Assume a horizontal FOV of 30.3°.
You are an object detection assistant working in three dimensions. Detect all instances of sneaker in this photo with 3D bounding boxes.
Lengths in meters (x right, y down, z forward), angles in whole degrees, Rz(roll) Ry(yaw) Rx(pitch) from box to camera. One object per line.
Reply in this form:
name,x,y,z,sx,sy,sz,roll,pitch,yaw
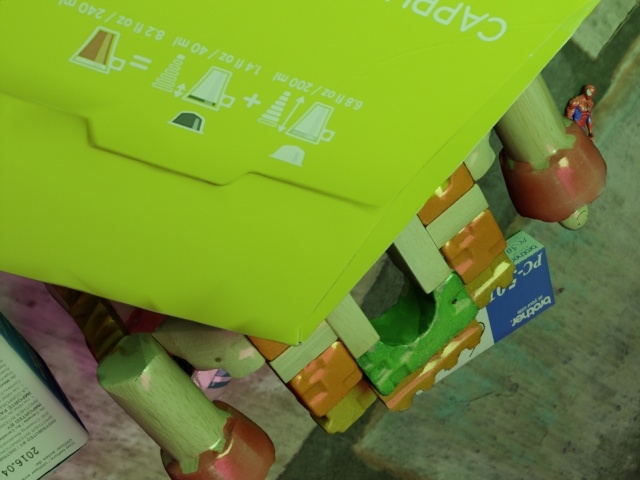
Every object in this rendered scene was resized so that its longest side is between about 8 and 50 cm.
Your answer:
sneaker,-0.108,0.121,1.207,0.161,0.057,0.075,-42,149,-7

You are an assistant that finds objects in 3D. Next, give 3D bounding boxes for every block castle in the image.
block castle,0.000,0.000,1.034,0.453,0.303,0.213,-40,126,-7

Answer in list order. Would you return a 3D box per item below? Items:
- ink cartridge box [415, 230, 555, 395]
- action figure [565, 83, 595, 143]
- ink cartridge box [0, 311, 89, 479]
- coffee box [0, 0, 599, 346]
ink cartridge box,0.173,0.083,1.367,0.207,0.046,0.097,-32,131,-14
action figure,0.288,-0.121,1.333,0.038,0.030,0.115,-1,116,-27
ink cartridge box,-0.380,0.132,0.959,0.270,0.151,0.395,-36,130,-9
coffee box,-0.089,-0.189,0.730,0.337,0.334,0.338,17,133,-27
